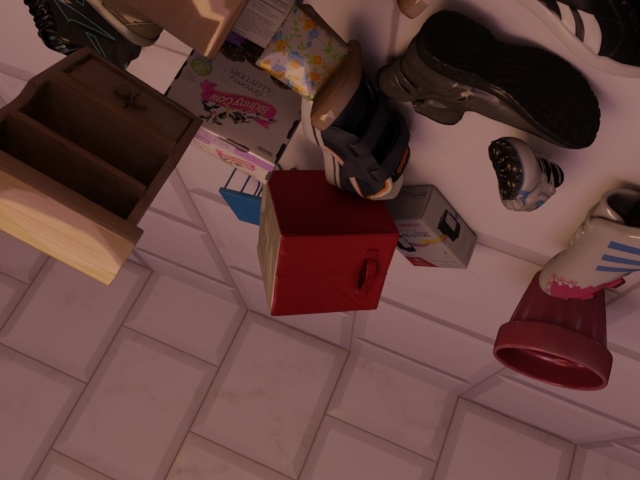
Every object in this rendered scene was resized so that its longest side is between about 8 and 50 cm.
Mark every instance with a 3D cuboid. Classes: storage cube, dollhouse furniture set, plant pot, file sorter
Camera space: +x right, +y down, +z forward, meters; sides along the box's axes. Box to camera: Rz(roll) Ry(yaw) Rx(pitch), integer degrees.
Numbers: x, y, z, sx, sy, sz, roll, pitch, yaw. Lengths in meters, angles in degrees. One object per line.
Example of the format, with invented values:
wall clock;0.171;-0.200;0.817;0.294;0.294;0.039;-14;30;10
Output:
storage cube;0.000;0.000;0.951;0.193;0.214;0.183;-2;130;-16
dollhouse furniture set;-0.139;-0.198;0.469;0.362;0.256;0.394;32;121;-17
plant pot;0.448;0.161;1.027;0.202;0.180;0.201;21;158;9
file sorter;-0.095;-0.092;1.119;0.171;0.104;0.118;15;156;22

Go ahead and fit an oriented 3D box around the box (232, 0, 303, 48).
box;-0.079;-0.308;0.633;0.126;0.072;0.137;27;160;-8

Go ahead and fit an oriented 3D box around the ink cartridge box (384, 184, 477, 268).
ink cartridge box;0.191;-0.022;1.022;0.128;0.072;0.175;1;150;47

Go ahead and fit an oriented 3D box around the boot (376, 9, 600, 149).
boot;0.199;-0.178;0.669;0.247;0.083;0.161;27;171;-7

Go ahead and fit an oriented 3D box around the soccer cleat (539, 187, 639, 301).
soccer cleat;0.422;-0.006;0.789;0.143;0.116;0.331;43;154;-4

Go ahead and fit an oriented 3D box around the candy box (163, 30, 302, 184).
candy box;-0.099;-0.202;0.735;0.165;0.196;0.070;27;159;-8

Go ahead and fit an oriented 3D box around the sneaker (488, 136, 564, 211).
sneaker;0.270;-0.088;0.706;0.086;0.085;0.237;-16;171;19

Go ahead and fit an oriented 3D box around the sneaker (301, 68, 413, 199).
sneaker;0.065;-0.153;0.781;0.128;0.126;0.321;24;171;16

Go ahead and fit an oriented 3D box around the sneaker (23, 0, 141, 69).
sneaker;-0.391;-0.354;0.821;0.101;0.106;0.267;6;151;43

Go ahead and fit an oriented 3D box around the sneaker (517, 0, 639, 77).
sneaker;0.247;-0.228;0.460;0.217;0.079;0.121;29;160;-8

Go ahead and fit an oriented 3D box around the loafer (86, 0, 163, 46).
loafer;-0.299;-0.372;0.725;0.088;0.094;0.251;-22;145;30
